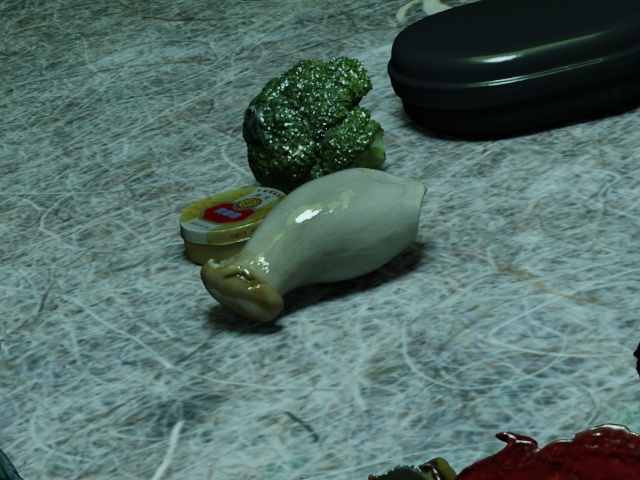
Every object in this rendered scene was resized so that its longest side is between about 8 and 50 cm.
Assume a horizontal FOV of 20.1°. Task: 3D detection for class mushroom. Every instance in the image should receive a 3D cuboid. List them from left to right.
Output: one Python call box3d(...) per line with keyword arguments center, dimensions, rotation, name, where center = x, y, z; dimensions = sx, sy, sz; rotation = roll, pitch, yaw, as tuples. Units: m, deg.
box3d(center=(0.000, 0.001, 1.525), dimensions=(0.212, 0.088, 0.097), rotation=(-29, 60, -25), name="mushroom")

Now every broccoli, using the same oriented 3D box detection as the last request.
box3d(center=(-0.004, -0.104, 1.734), dimensions=(0.137, 0.146, 0.162), rotation=(14, -11, -30), name="broccoli")

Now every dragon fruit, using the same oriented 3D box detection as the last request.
box3d(center=(0.117, 0.183, 1.085), dimensions=(0.192, 0.123, 0.092), rotation=(-7, -17, 19), name="dragon fruit")

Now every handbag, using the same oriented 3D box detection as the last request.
box3d(center=(0.222, -0.193, 1.876), dimensions=(0.308, 0.093, 0.254), rotation=(-13, 21, -4), name="handbag")

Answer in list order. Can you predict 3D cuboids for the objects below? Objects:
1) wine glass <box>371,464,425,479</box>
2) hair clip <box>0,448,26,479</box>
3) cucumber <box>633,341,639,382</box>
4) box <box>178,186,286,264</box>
box3d(center=(0.091, 0.202, 0.975), dimensions=(0.066, 0.066, 0.198), rotation=(-23, 40, -26), name="wine glass")
box3d(center=(-0.253, 0.170, 1.309), dimensions=(0.083, 0.048, 0.275), rotation=(-23, 20, -20), name="hair clip")
box3d(center=(0.248, 0.123, 1.133), dimensions=(0.077, 0.077, 0.265), rotation=(-9, 25, 5), name="cucumber")
box3d(center=(-0.077, -0.013, 1.657), dimensions=(0.105, 0.037, 0.105), rotation=(-9, 22, 4), name="box")
